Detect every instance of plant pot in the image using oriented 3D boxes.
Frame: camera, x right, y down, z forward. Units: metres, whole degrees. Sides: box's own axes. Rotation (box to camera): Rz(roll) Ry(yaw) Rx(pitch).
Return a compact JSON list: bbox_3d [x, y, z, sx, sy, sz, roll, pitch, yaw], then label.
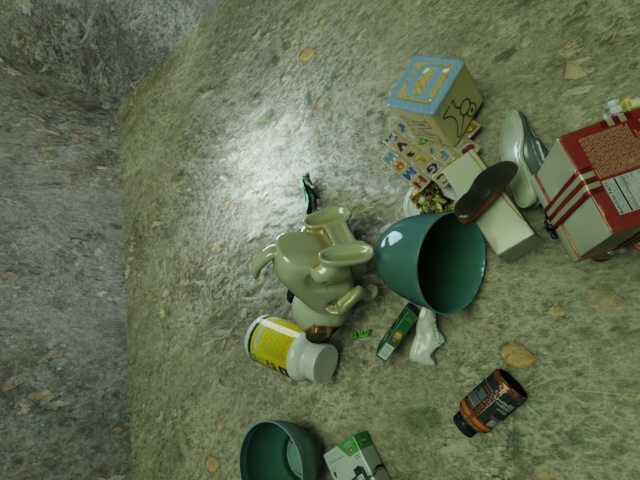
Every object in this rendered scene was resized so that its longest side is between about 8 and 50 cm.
[{"bbox_3d":[-0.114,0.773,1.455,0.293,0.196,0.293,-10,74,37],"label":"plant pot"},{"bbox_3d":[0.306,0.053,1.252,0.235,0.293,0.293,10,86,56],"label":"plant pot"}]

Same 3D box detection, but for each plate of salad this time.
[{"bbox_3d":[0.365,-0.127,1.388,0.200,0.048,0.199,-10,74,35],"label":"plate of salad"}]

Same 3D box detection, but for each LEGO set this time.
[{"bbox_3d":[0.860,-0.325,1.011,0.287,0.132,0.107,-14,80,28],"label":"LEGO set"}]

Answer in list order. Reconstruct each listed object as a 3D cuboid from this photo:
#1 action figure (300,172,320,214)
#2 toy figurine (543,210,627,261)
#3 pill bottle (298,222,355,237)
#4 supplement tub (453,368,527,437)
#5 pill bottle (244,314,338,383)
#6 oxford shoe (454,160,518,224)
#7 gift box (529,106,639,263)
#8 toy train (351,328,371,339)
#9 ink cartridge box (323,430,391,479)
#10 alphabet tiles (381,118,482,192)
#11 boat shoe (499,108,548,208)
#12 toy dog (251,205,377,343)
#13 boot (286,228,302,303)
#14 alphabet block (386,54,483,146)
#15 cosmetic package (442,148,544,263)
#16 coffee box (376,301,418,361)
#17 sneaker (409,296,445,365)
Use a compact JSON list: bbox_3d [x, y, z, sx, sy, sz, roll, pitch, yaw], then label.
[{"bbox_3d":[-0.039,-0.188,1.685,0.064,0.137,0.232,-21,57,7],"label":"action figure"},{"bbox_3d":[0.704,-0.062,1.059,0.209,0.148,0.213,44,105,29],"label":"toy figurine"},{"bbox_3d":[0.000,0.000,1.531,0.246,0.130,0.130,-20,65,4],"label":"pill bottle"},{"bbox_3d":[0.459,0.454,1.145,0.198,0.106,0.106,-50,55,17],"label":"supplement tub"},{"bbox_3d":[-0.108,0.404,1.541,0.334,0.188,0.187,10,86,39],"label":"pill bottle"},{"bbox_3d":[0.444,-0.128,1.119,0.212,0.076,0.076,-44,54,1],"label":"oxford shoe"},{"bbox_3d":[0.641,-0.105,0.873,0.276,0.258,0.255,-15,71,9],"label":"gift box"},{"bbox_3d":[0.145,0.334,1.472,0.083,0.017,0.023,-23,76,32],"label":"toy train"},{"bbox_3d":[0.126,0.756,1.344,0.153,0.087,0.208,-44,58,22],"label":"ink cartridge box"},{"bbox_3d":[0.368,-0.329,1.420,0.285,0.011,0.342,-48,49,11],"label":"alphabet tiles"},{"bbox_3d":[0.608,-0.240,1.217,0.099,0.116,0.319,1,68,-6],"label":"boat shoe"},{"bbox_3d":[-0.001,0.157,1.374,0.284,0.395,0.407,-127,24,-46],"label":"toy dog"},{"bbox_3d":[-0.092,0.098,1.656,0.246,0.094,0.207,-51,58,9],"label":"boot"},{"bbox_3d":[0.368,-0.446,1.332,0.193,0.197,0.192,34,92,42],"label":"alphabet block"},{"bbox_3d":[0.498,-0.099,1.209,0.113,0.160,0.309,-38,60,24],"label":"cosmetic package"},{"bbox_3d":[0.248,0.294,1.340,0.040,0.113,0.184,34,101,7],"label":"coffee box"},{"bbox_3d":[0.347,0.286,1.301,0.094,0.080,0.212,13,93,26],"label":"sneaker"}]
